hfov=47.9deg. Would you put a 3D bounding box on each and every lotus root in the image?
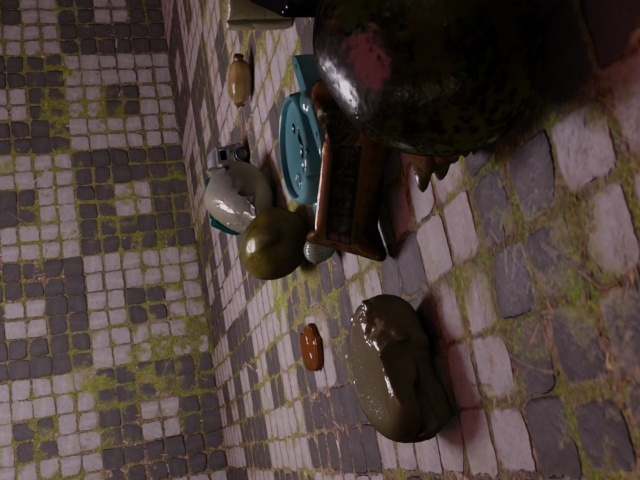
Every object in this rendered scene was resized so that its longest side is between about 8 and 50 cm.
[{"bbox_3d":[-0.207,-0.406,1.859,0.073,0.062,0.150,-109,20,-57],"label":"lotus root"}]

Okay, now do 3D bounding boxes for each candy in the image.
[{"bbox_3d":[0.043,-0.104,1.054,0.101,0.143,0.271,-47,-35,-58],"label":"candy"}]

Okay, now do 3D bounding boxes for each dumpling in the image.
[{"bbox_3d":[-0.184,-0.074,1.779,0.227,0.175,0.243,59,-159,-46],"label":"dumpling"}]

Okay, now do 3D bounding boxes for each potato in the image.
[{"bbox_3d":[-0.102,0.007,1.532,0.200,0.137,0.154,171,94,-74],"label":"potato"}]

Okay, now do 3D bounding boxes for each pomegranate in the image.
[{"bbox_3d":[0.125,-0.170,0.704,0.204,0.277,0.221,-22,47,34],"label":"pomegranate"}]

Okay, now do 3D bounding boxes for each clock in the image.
[{"bbox_3d":[-0.009,-0.161,1.243,0.274,0.094,0.223,109,151,-53],"label":"clock"}]

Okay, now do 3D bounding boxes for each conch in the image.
[{"bbox_3d":[0.003,0.003,1.331,0.085,0.057,0.076,-62,5,8],"label":"conch"}]

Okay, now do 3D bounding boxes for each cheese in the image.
[{"bbox_3d":[0.108,0.189,0.995,0.202,0.091,0.175,-115,25,-43],"label":"cheese"}]

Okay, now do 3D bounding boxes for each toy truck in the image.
[{"bbox_3d":[-0.252,-0.140,2.012,0.114,0.124,0.253,173,89,-71],"label":"toy truck"}]

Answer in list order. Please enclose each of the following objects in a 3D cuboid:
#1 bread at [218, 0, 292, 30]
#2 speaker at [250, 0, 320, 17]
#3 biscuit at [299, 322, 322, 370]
[{"bbox_3d":[-0.130,-0.497,1.435,0.134,0.141,0.148,-115,26,-44],"label":"bread"},{"bbox_3d":[0.005,-0.418,0.955,0.254,0.184,0.232,-124,33,-60],"label":"speaker"},{"bbox_3d":[-0.022,0.232,1.553,0.130,0.019,0.102,132,129,-67],"label":"biscuit"}]
